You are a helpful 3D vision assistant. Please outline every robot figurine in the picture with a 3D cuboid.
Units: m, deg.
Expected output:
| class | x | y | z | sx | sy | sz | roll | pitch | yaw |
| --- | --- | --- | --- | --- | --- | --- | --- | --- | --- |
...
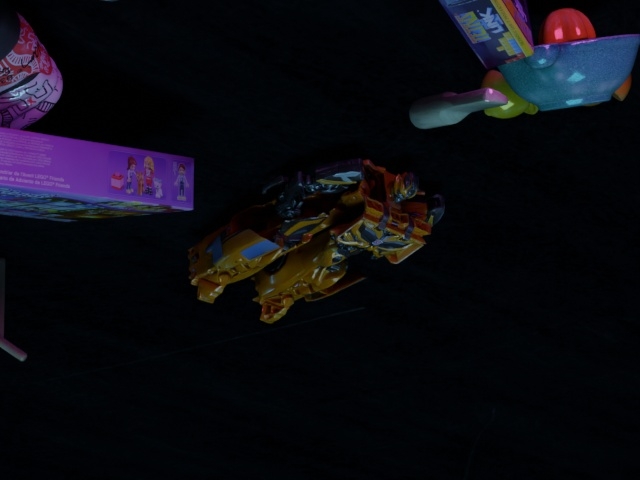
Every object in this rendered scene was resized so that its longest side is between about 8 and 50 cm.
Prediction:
| class | x | y | z | sx | sy | sz | roll | pitch | yaw |
| --- | --- | --- | --- | --- | --- | --- | --- | --- | --- |
| robot figurine | 0.000 | 0.000 | 1.865 | 0.291 | 0.085 | 0.211 | -27 | 147 | 37 |

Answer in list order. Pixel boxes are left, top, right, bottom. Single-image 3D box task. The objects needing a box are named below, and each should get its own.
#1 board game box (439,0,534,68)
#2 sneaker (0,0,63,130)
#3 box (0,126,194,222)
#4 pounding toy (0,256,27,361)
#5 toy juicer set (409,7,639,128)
| class | x | y | z | sx | sy | sz | roll | pitch | yaw |
| --- | --- | --- | --- | --- | --- | --- | --- | --- | --- |
| board game box | 0.118 | -0.242 | 1.341 | 0.048 | 0.141 | 0.170 | -15 | 151 | 20 |
| sneaker | -0.374 | -0.136 | 1.534 | 0.270 | 0.090 | 0.145 | -15 | 149 | 15 |
| box | -0.295 | -0.062 | 1.603 | 0.201 | 0.057 | 0.293 | -5 | 172 | 42 |
| pounding toy | -0.414 | 0.084 | 1.908 | 0.130 | 0.141 | 0.100 | 9 | 150 | -25 |
| toy juicer set | 0.200 | -0.162 | 1.519 | 0.329 | 0.089 | 0.209 | -11 | -177 | -37 |
